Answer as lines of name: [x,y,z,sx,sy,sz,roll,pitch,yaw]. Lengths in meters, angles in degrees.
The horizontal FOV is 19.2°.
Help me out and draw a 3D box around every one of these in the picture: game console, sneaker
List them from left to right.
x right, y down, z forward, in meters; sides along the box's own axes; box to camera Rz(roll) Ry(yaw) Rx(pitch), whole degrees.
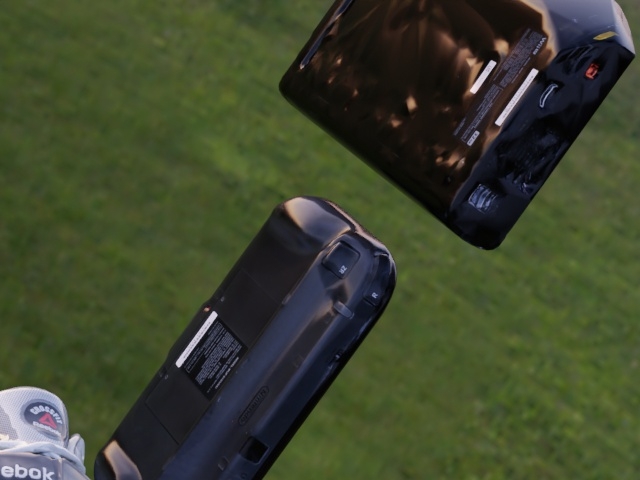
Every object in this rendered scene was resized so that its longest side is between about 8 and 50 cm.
sneaker: [-0.184,0.157,1.074,0.122,0.146,0.330,20,-2,-25]
game console: [0.000,0.000,0.962,0.044,0.361,0.213,34,5,-31]
